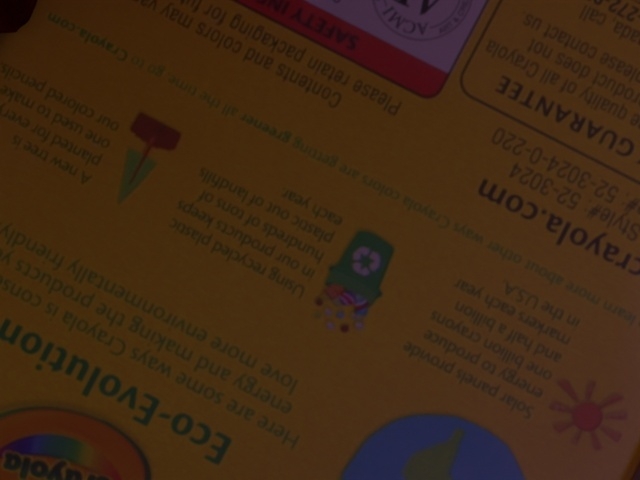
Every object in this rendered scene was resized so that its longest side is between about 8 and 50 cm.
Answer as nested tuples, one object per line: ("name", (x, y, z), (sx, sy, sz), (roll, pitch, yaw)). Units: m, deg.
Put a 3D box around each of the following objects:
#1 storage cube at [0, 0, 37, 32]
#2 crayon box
("storage cube", (-0.126, -0.157, 0.393), (0.184, 0.193, 0.215), (15, 90, -7))
("crayon box", (0.000, 0.000, 0.530), (0.202, 0.081, 0.318), (28, 87, 5))
